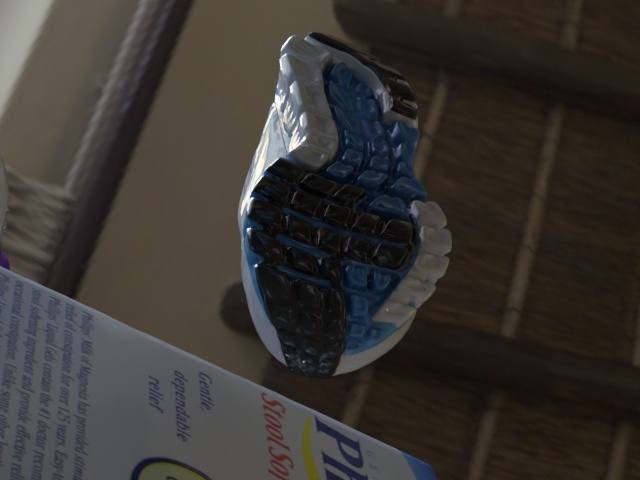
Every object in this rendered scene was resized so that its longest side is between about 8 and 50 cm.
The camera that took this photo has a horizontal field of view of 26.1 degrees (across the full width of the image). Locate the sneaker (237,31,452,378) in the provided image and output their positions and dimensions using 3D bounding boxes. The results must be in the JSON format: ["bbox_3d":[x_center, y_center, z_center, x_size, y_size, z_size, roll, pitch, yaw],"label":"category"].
[{"bbox_3d":[0.000,0.000,0.510,0.190,0.071,0.083,-83,-164,-59],"label":"sneaker"}]

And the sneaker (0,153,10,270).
[{"bbox_3d":[-0.205,0.015,0.681,0.102,0.146,0.293,-17,-125,-6],"label":"sneaker"}]

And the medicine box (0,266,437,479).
[{"bbox_3d":[-0.126,0.174,0.558,0.263,0.289,0.149,-53,-156,23],"label":"medicine box"}]
